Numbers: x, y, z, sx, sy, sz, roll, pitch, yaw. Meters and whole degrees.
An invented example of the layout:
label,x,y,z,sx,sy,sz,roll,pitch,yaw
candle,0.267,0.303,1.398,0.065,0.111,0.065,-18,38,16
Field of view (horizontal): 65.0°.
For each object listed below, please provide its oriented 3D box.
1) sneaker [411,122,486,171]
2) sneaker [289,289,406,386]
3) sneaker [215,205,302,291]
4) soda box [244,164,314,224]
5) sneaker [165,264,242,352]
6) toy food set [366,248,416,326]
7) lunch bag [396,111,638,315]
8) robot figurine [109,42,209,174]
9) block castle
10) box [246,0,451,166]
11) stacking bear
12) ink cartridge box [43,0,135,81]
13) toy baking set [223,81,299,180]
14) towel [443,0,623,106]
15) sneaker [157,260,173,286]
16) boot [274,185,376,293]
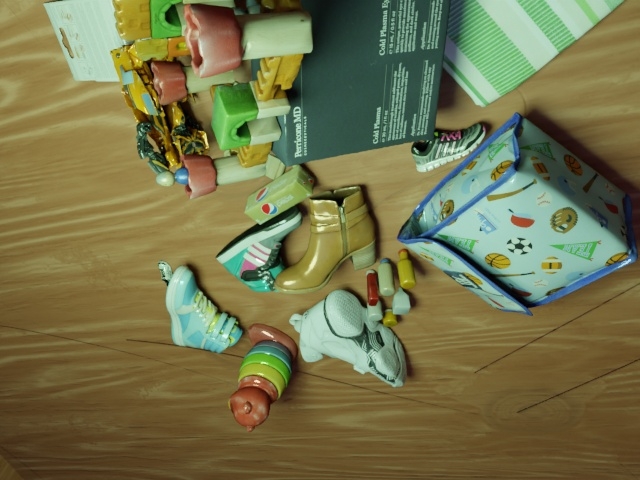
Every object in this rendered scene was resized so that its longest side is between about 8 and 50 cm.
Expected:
label,x,y,z,sx,sy,sz,roll,pitch,yaw
sneaker,0.269,-0.213,1.085,0.171,0.063,0.074,-25,120,32
sneaker,0.080,0.298,1.433,0.210,0.137,0.366,-25,118,35
sneaker,-0.122,0.043,1.312,0.296,0.123,0.178,-28,108,35
soda box,-0.101,-0.110,1.230,0.181,0.061,0.058,-27,130,33
sneaker,-0.332,0.210,1.480,0.209,0.127,0.318,14,134,7
toy food set,0.178,0.129,1.334,0.111,0.104,0.232,1,142,-2
lunch bag,0.398,-0.013,1.092,0.328,0.238,0.385,35,140,-10
robot figurine,-0.340,-0.284,1.108,0.085,0.211,0.290,-8,111,27
block castle,-0.198,-0.290,0.815,0.213,0.302,0.453,-15,166,-21
box,0.045,-0.343,0.901,0.313,0.179,0.343,-14,126,-21
stacking bear,-0.177,0.411,1.469,0.165,0.289,0.175,10,124,8
ink cartridge box,-0.502,-0.456,1.139,0.225,0.056,0.180,10,127,30
toy baking set,-0.150,-0.251,1.184,0.197,0.030,0.256,3,123,12
towel,0.362,-0.433,0.937,0.248,0.038,0.325,42,121,-14
sneaker,-0.458,0.100,1.488,0.032,0.037,0.083,-15,116,24
boot,0.000,0.000,1.220,0.284,0.109,0.220,-17,123,-4
